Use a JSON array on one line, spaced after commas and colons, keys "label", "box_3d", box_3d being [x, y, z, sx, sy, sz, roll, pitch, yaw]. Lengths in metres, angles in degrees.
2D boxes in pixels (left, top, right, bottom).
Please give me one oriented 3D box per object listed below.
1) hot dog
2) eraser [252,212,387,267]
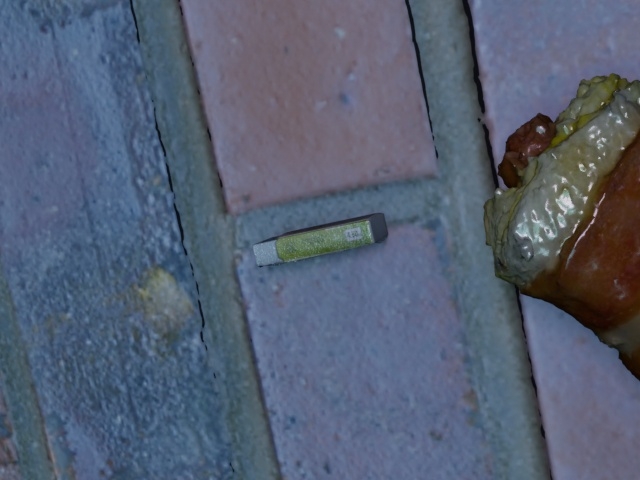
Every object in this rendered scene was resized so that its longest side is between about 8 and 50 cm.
[{"label": "hot dog", "box_3d": [0.191, 0.007, 0.521, 0.213, 0.103, 0.146, 43, 90, -1]}, {"label": "eraser", "box_3d": [0.000, 0.000, 0.613, 0.083, 0.038, 0.019, -11, 97, 20]}]
